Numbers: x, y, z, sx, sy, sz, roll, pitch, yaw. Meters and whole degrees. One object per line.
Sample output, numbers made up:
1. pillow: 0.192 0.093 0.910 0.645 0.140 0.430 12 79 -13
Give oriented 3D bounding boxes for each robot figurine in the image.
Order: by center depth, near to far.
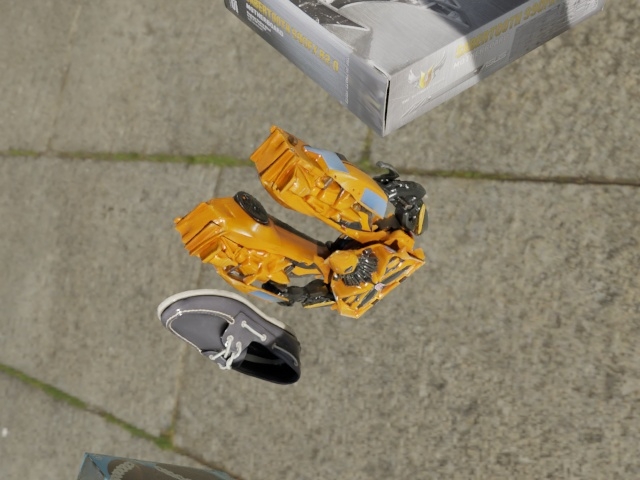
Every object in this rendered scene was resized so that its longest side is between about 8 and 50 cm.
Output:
1. robot figurine: 0.000 0.000 0.908 0.211 0.291 0.085 -41 53 18

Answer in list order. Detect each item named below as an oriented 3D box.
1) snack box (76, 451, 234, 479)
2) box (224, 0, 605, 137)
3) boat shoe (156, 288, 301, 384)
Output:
1. snack box: -0.118 0.308 0.893 0.322 0.187 0.060 15 88 58
2. box: 0.071 -0.191 0.642 0.183 0.231 0.056 44 152 29
3. boat shoe: -0.093 0.112 0.979 0.075 0.206 0.065 -39 49 22
